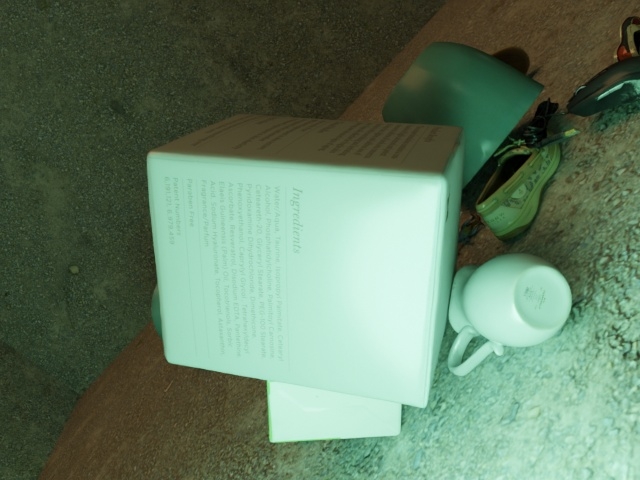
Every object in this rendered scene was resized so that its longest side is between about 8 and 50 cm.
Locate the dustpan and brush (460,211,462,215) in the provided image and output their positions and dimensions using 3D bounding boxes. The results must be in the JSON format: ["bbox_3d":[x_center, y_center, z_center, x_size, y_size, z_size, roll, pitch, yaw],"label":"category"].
[{"bbox_3d":[0.230,-0.009,1.282,0.211,0.060,0.147,-27,26,55],"label":"dustpan and brush"}]

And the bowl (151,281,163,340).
[{"bbox_3d":[-0.369,0.212,2.042,0.163,0.311,0.311,-3,44,42],"label":"bowl"}]

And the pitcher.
[{"bbox_3d":[0.247,0.109,0.878,0.207,0.125,0.177,149,141,-76],"label":"pitcher"}]

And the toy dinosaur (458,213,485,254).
[{"bbox_3d":[0.282,-0.007,1.221,0.082,0.047,0.090,-52,-20,20],"label":"toy dinosaur"}]

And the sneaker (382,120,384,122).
[{"bbox_3d":[0.202,-0.268,1.745,0.350,0.131,0.148,-41,5,30],"label":"sneaker"}]

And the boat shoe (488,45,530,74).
[{"bbox_3d":[0.404,-0.403,1.665,0.342,0.123,0.123,-43,16,43],"label":"boat shoe"}]

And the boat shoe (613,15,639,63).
[{"bbox_3d":[0.601,-0.388,1.210,0.043,0.049,0.137,-21,34,53],"label":"boat shoe"}]

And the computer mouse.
[{"bbox_3d":[0.467,-0.244,1.081,0.262,0.060,0.184,-13,28,44],"label":"computer mouse"}]

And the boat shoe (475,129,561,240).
[{"bbox_3d":[0.362,-0.127,1.152,0.104,0.089,0.285,-32,22,48],"label":"boat shoe"}]

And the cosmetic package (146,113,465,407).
[{"bbox_3d":[0.000,0.000,0.957,0.329,0.394,0.327,-49,-38,-64],"label":"cosmetic package"}]

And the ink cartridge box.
[{"bbox_3d":[0.015,0.188,1.098,0.207,0.119,0.353,-3,20,-2],"label":"ink cartridge box"}]

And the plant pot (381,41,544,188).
[{"bbox_3d":[0.271,-0.267,1.308,0.293,0.235,0.293,-51,-5,-6],"label":"plant pot"}]
